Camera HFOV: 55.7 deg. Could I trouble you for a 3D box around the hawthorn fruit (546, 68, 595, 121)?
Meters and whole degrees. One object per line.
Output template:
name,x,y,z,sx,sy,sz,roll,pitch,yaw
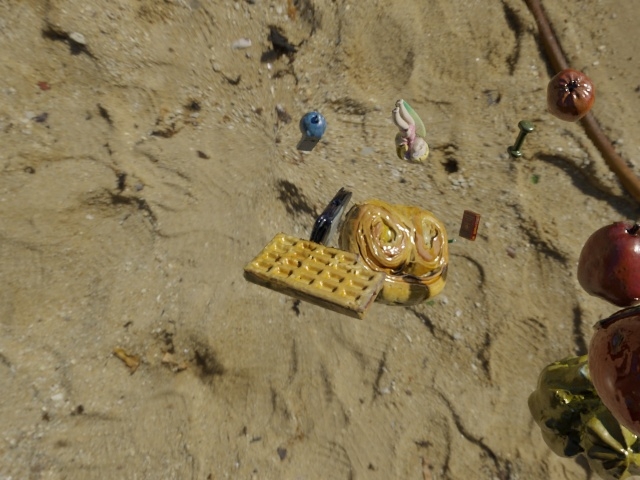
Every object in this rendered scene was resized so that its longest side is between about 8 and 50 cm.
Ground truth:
hawthorn fruit,0.601,-0.348,1.458,0.128,0.128,0.128,-1,99,-4

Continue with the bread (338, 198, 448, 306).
bread,0.137,0.026,1.144,0.236,0.120,0.198,9,72,-29

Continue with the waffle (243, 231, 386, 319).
waffle,-0.002,0.033,0.622,0.135,0.092,0.021,17,123,16

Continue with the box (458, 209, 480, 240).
box,0.445,-0.045,1.805,0.023,0.051,0.082,0,108,-31

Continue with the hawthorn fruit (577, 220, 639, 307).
hawthorn fruit,0.701,0.044,1.407,0.185,0.185,0.202,2,123,-5

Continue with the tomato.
tomato,0.581,0.254,1.049,0.170,0.309,0.309,-18,100,-13

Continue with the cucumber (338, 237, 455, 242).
cucumber,0.162,-0.010,1.284,0.250,0.056,0.056,1,99,-4

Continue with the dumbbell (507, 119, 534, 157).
dumbbell,0.603,-0.305,1.825,0.046,0.052,0.118,-2,137,-11

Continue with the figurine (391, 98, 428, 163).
figurine,0.188,-0.236,1.338,0.083,0.083,0.187,-35,140,2

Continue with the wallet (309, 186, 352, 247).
wallet,0.002,0.001,1.325,0.036,0.167,0.222,25,124,6

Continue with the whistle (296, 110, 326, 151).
whistle,-0.029,-0.338,1.828,0.090,0.158,0.090,6,73,-18

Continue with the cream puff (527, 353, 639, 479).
cream puff,0.727,0.481,1.584,0.378,0.275,0.378,16,131,19
